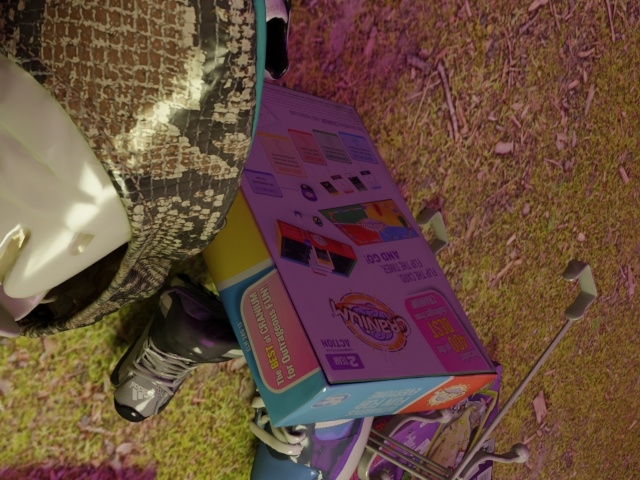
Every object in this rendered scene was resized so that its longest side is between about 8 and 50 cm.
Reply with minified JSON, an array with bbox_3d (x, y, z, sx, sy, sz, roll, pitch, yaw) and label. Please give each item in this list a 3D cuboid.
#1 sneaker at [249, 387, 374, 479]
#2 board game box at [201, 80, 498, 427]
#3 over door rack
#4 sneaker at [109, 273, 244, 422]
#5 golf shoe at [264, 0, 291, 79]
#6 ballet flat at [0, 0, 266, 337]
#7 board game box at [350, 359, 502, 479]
[{"bbox_3d":[-0.039,0.124,1.002,0.236,0.130,0.323,34,84,-41],"label":"sneaker"},{"bbox_3d":[0.000,0.000,0.851,0.242,0.317,0.064,7,140,-49],"label":"board game box"},{"bbox_3d":[0.147,0.145,1.116,0.324,0.239,0.108,-56,137,-13],"label":"over door rack"},{"bbox_3d":[-0.129,0.108,0.836,0.086,0.228,0.132,35,89,-6],"label":"sneaker"},{"bbox_3d":[-0.057,-0.227,0.817,0.077,0.094,0.198,-27,132,-19],"label":"golf shoe"},{"bbox_3d":[-0.157,-0.022,0.598,0.182,0.164,0.483,-42,178,-24],"label":"ballet flat"},{"bbox_3d":[0.124,0.313,1.320,0.346,0.056,0.208,-22,127,-41],"label":"board game box"}]
